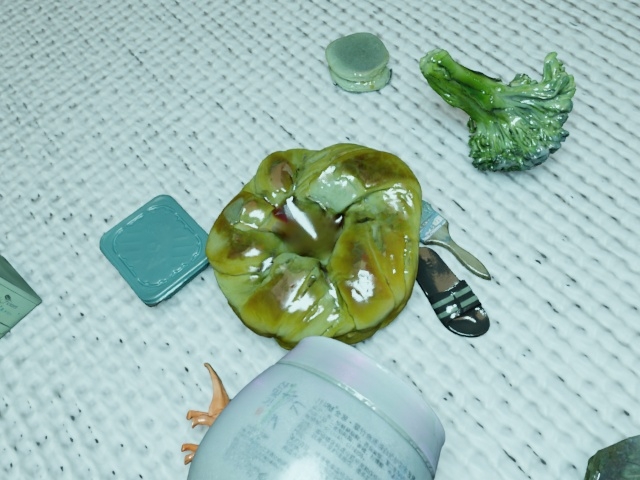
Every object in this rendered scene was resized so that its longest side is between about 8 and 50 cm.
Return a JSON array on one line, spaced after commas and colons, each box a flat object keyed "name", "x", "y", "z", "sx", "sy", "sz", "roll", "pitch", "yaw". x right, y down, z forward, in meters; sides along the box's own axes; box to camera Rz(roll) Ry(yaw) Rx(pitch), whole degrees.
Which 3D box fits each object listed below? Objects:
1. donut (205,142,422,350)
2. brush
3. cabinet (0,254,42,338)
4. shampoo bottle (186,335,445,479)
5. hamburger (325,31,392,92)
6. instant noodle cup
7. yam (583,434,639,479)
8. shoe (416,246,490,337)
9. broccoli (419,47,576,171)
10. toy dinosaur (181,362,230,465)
[{"name": "donut", "x": 0.000, "y": 0.000, "z": 0.829, "sx": 0.360, "sy": 0.170, "sz": 0.360, "roll": -3, "pitch": 64, "yaw": 7}, {"name": "brush", "x": 0.219, "y": 0.002, "z": 0.884, "sx": 0.070, "sy": 0.021, "sz": 0.196, "roll": -39, "pitch": 67, "yaw": -14}, {"name": "cabinet", "x": -0.629, "y": 0.111, "z": 0.860, "sx": 0.150, "sy": 0.145, "sz": 0.206, "roll": 37, "pitch": 73, "yaw": 22}, {"name": "shampoo bottle", "x": -0.003, "y": 0.281, "z": 0.625, "sx": 0.273, "sy": 0.273, "sz": 0.266, "roll": 29, "pitch": 57, "yaw": 20}, {"name": "hamburger", "x": 0.079, "y": -0.373, "z": 1.070, "sx": 0.133, "sy": 0.062, "sz": 0.140, "roll": -24, "pitch": 60, "yaw": -10}, {"name": "instant noodle cup", "x": -0.280, "y": 0.022, "z": 0.906, "sx": 0.157, "sy": 0.070, "sz": 0.179, "roll": -41, "pitch": 65, "yaw": -15}, {"name": "yam", "x": 0.371, "y": 0.375, "z": 0.573, "sx": 0.201, "sy": 0.202, "sz": 0.271, "roll": 18, "pitch": 69, "yaw": 45}, {"name": "shoe", "x": 0.204, "y": 0.078, "z": 0.829, "sx": 0.071, "sy": 0.049, "sz": 0.179, "roll": -29, "pitch": 63, "yaw": -7}, {"name": "broccoli", "x": 0.308, "y": -0.233, "z": 0.841, "sx": 0.198, "sy": 0.275, "sz": 0.177, "roll": -20, "pitch": 41, "yaw": 32}, {"name": "toy dinosaur", "x": -0.151, "y": 0.307, "z": 0.750, "sx": 0.101, "sy": 0.055, "sz": 0.280, "roll": 1, "pitch": 58, "yaw": -18}]
